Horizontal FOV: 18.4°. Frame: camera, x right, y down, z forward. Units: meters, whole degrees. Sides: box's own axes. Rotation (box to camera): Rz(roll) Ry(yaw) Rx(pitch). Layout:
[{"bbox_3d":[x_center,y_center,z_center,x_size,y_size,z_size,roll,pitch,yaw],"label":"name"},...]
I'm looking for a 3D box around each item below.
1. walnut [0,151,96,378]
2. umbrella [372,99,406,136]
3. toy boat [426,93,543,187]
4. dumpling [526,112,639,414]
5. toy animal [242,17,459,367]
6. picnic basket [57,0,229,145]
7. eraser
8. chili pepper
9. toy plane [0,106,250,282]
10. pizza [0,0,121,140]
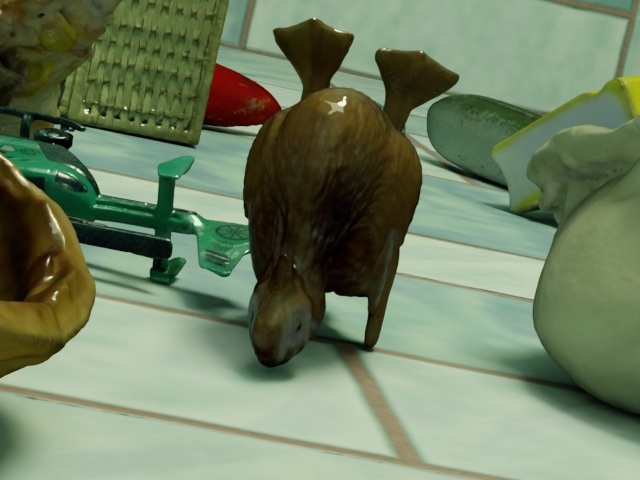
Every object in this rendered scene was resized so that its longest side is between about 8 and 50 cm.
[{"bbox_3d":[-0.161,0.003,0.620,0.167,0.087,0.211,38,9,-6],"label":"walnut"},{"bbox_3d":[0.049,-0.095,1.778,0.053,0.052,0.250,-7,9,-6],"label":"umbrella"},{"bbox_3d":[0.186,-0.090,1.863,0.085,0.078,0.260,-14,23,-32],"label":"toy boat"},{"bbox_3d":[0.157,0.009,0.912,0.124,0.151,0.229,-19,20,-19],"label":"dumpling"},{"bbox_3d":[0.000,0.000,0.896,0.089,0.179,0.188,13,-29,6],"label":"toy animal"},{"bbox_3d":[-0.159,-0.192,1.621,0.154,0.196,0.134,11,9,-10],"label":"picnic basket"},{"bbox_3d":[0.271,-0.086,1.657,0.226,0.069,0.158,-10,-13,-42],"label":"eraser"},{"bbox_3d":[-0.213,-0.157,1.762,0.368,0.092,0.137,20,-11,0],"label":"chili pepper"},{"bbox_3d":[-0.137,-0.023,0.978,0.235,0.060,0.096,11,15,10],"label":"toy plane"},{"bbox_3d":[-0.166,-0.094,1.055,0.185,0.195,0.052,22,38,-50],"label":"pizza"}]
